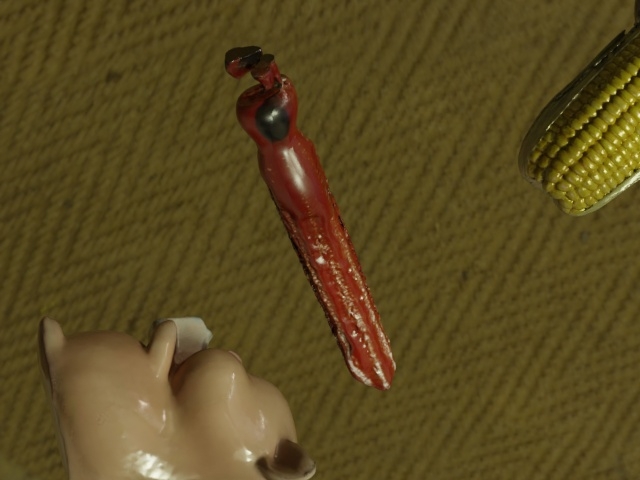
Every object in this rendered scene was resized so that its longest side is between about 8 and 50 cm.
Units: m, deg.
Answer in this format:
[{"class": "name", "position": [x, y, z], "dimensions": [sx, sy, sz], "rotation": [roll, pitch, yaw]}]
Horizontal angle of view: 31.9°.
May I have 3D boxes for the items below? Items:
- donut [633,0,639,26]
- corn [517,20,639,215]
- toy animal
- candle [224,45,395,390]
[{"class": "donut", "position": [0.525, -0.318, 1.372], "dimensions": [0.259, 0.136, 0.345], "rotation": [-9, 147, -24]}, {"class": "corn", "position": [0.344, -0.156, 1.196], "dimensions": [0.305, 0.123, 0.122], "rotation": [-43, 132, 8]}, {"class": "toy animal", "position": [-0.155, 0.184, 1.143], "dimensions": [0.256, 0.212, 0.195], "rotation": [-3, 157, -13]}, {"class": "candle", "position": [0.000, 0.000, 0.867], "dimensions": [0.048, 0.051, 0.329], "rotation": [-2, 131, 27]}]
